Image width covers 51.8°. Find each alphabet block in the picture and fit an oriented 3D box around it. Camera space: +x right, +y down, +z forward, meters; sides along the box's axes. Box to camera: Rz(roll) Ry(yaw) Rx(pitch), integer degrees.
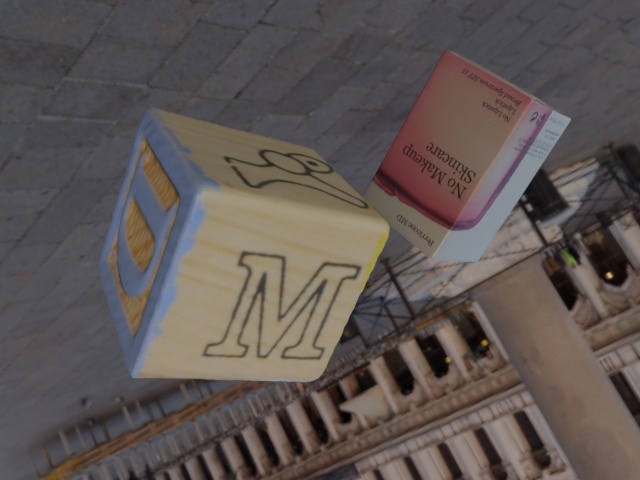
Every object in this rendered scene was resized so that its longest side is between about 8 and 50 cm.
[{"bbox_3d":[-0.085,0.007,0.648,0.197,0.192,0.193,10,117,-33],"label":"alphabet block"}]

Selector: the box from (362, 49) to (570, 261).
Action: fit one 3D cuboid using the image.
[{"bbox_3d":[0.186,-0.105,0.871,0.126,0.148,0.232,4,121,-50],"label":"box"}]
